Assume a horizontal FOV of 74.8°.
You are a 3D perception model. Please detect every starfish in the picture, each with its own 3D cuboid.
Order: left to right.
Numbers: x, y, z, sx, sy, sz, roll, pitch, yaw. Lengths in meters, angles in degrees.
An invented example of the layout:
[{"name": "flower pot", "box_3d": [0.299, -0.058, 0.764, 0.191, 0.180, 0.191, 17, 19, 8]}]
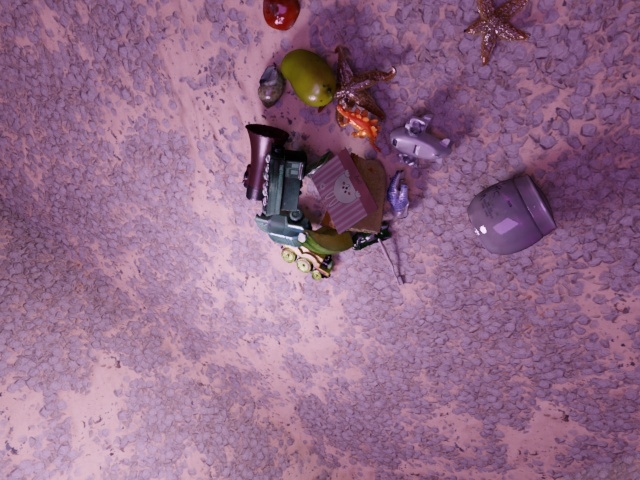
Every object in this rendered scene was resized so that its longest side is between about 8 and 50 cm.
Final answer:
[{"name": "starfish", "box_3d": [0.127, -0.602, 1.654, 0.374, 0.094, 0.328, -5, 119, 30]}, {"name": "starfish", "box_3d": [0.600, -0.749, 1.400, 0.231, 0.048, 0.296, 1, 118, 34]}]

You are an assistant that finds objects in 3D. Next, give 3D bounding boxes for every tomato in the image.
[{"name": "tomato", "box_3d": [-0.165, -0.890, 1.616, 0.155, 0.069, 0.156, 11, 123, 17]}]

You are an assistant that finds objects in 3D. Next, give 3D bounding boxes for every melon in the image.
[{"name": "melon", "box_3d": [0.000, 0.000, 1.918, 0.195, 0.323, 0.124, 15, 104, 33]}]

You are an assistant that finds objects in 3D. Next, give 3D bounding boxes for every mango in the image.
[{"name": "mango", "box_3d": [-0.050, -0.644, 1.645, 0.293, 0.142, 0.175, 49, 126, 26]}]

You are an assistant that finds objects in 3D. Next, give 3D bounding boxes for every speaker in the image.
[{"name": "speaker", "box_3d": [-0.221, -0.347, 1.900, 0.198, 0.258, 0.330, 48, 138, 48]}]

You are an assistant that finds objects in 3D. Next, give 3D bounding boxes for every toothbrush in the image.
[{"name": "toothbrush", "box_3d": [0.338, 0.105, 2.002, 0.029, 0.025, 0.307, -17, 122, 21]}]

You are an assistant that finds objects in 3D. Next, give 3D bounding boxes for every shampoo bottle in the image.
[{"name": "shampoo bottle", "box_3d": [0.728, -0.096, 1.597, 0.266, 0.273, 0.273, -31, 104, 27]}]

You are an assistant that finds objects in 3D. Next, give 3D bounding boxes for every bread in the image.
[{"name": "bread", "box_3d": [0.136, -0.186, 1.849, 0.279, 0.248, 0.316, -7, 77, 63]}]

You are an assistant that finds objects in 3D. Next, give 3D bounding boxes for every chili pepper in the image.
[{"name": "chili pepper", "box_3d": [0.237, -0.018, 1.978, 0.224, 0.061, 0.098, -26, 107, 34]}]

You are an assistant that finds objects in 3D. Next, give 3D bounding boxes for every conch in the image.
[{"name": "conch", "box_3d": [-0.206, -0.642, 1.764, 0.116, 0.105, 0.173, 25, 109, 33]}]

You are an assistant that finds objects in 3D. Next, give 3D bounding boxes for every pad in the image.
[{"name": "pad", "box_3d": [0.089, -0.201, 1.693, 0.202, 0.005, 0.300, -34, 69, 25]}]

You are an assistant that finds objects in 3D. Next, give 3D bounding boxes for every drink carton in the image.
[{"name": "drink carton", "box_3d": [0.015, -0.286, 1.866, 0.144, 0.146, 0.142, -24, 117, 32]}]

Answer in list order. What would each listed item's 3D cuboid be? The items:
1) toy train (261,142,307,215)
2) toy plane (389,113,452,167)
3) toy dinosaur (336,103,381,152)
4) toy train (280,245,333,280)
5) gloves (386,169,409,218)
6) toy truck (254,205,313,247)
[{"name": "toy train", "box_3d": [-0.158, -0.250, 1.785, 0.177, 0.139, 0.331, 3, 130, -10]}, {"name": "toy plane", "box_3d": [0.397, -0.386, 1.657, 0.251, 0.118, 0.252, 17, 143, 13]}, {"name": "toy dinosaur", "box_3d": [0.180, -0.458, 1.687, 0.288, 0.071, 0.117, 37, 142, -26]}, {"name": "toy train", "box_3d": [-0.063, 0.083, 2.137, 0.296, 0.100, 0.161, 31, 124, 2]}, {"name": "gloves", "box_3d": [0.337, -0.196, 1.801, 0.119, 0.097, 0.229, 36, 141, 47]}, {"name": "toy truck", "box_3d": [-0.177, -0.072, 2.027, 0.278, 0.156, 0.155, 12, 158, 15]}]
